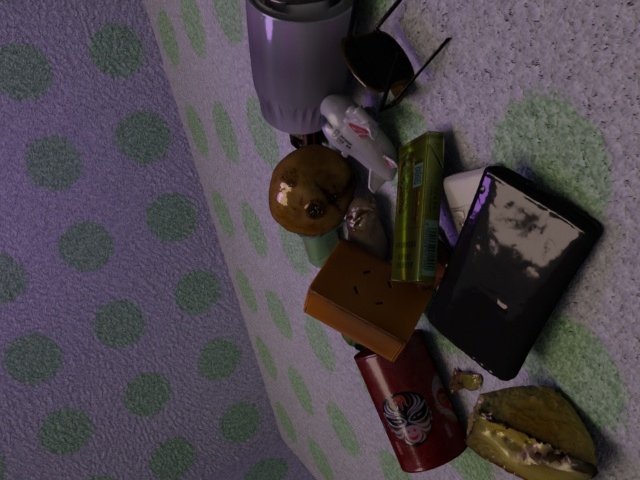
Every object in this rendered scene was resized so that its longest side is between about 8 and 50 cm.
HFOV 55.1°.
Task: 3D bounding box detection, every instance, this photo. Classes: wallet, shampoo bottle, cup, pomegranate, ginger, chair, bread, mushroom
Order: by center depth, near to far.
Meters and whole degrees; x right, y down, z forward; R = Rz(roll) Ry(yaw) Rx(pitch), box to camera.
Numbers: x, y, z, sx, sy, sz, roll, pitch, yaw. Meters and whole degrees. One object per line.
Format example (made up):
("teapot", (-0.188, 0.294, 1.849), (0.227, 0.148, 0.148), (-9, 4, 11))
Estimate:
("wallet", (0.350, 0.074, 1.182), (0.228, 0.062, 0.406), (40, 136, 29))
("chair", (0.132, -0.377, 1.266), (0.158, 0.172, 0.247), (61, 150, 15))
("bread", (0.443, 0.414, 1.284), (0.262, 0.162, 0.204), (29, 140, 24))
("cup", (-0.049, -0.457, 1.473), (0.253, 0.253, 0.371), (55, 157, 29))
("ginger", (0.363, 0.359, 1.568), (0.057, 0.044, 0.137), (48, 158, 1))
("pomegranate", (-0.026, -0.138, 1.694), (0.260, 0.260, 0.260), (49, 152, 39))
("mushroom", (0.112, 0.026, 1.730), (0.397, 0.126, 0.177), (105, 147, -62))
("shampoo bottle", (-0.057, -0.420, 1.746), (0.129, 0.084, 0.323), (40, 145, 46))

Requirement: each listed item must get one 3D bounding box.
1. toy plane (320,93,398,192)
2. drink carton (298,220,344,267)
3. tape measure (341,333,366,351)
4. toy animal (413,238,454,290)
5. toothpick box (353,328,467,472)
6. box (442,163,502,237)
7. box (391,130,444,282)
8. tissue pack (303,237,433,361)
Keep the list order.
("toy plane", (0.092, -0.240, 1.461), (0.252, 0.118, 0.252), (46, 170, 11))
("drink carton", (0.000, 0.000, 1.947), (0.146, 0.144, 0.142), (40, 151, 50))
("tape measure", (0.137, 0.258, 1.858), (0.087, 0.154, 0.177), (92, 153, -57))
("toy animal", (0.280, 0.047, 1.419), (0.157, 0.097, 0.312), (60, 158, -9))
("toothpick box", (0.248, 0.436, 1.692), (0.333, 0.204, 0.204), (68, 158, 3))
("box", (0.342, -0.005, 1.233), (0.142, 0.044, 0.285), (-10, 102, 51))
("box", (0.208, -0.065, 1.326), (0.173, 0.043, 0.311), (164, 110, -76))
("tissue pack", (0.119, 0.157, 1.578), (0.275, 0.194, 0.145), (29, 143, 9))
